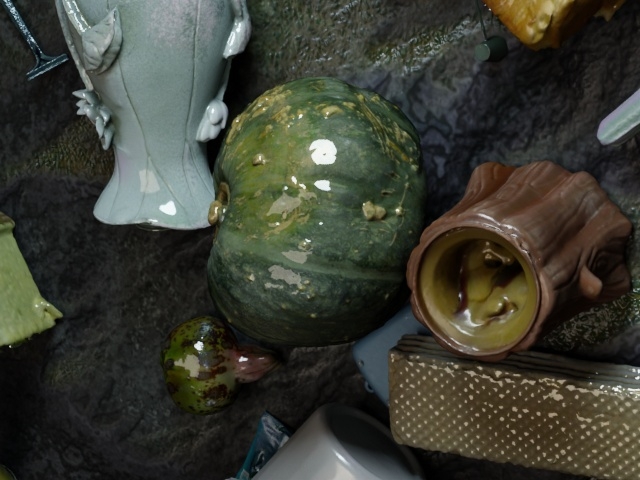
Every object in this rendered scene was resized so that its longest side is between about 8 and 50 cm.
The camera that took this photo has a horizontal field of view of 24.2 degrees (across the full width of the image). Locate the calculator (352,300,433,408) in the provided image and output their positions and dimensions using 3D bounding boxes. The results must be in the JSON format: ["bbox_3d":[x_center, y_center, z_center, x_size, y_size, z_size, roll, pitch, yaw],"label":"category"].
[{"bbox_3d":[0.129,0.141,1.929,0.210,0.039,0.121,-40,81,33],"label":"calculator"}]

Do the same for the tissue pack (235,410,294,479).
[{"bbox_3d":[-0.072,0.318,2.113,0.085,0.028,0.138,32,115,21],"label":"tissue pack"}]

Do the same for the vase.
[{"bbox_3d":[-0.211,-0.233,1.929,0.250,0.250,0.445,10,112,29],"label":"vase"}]

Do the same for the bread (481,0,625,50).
[{"bbox_3d":[0.301,-0.374,1.614,0.195,0.149,0.344,54,125,21],"label":"bread"}]

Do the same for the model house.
[{"bbox_3d":[-0.605,0.081,2.238,0.321,0.261,0.266,-21,90,28],"label":"model house"}]

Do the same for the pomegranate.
[{"bbox_3d":[-0.145,0.172,2.057,0.163,0.125,0.138,-6,88,32],"label":"pomegranate"}]

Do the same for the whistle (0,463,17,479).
[{"bbox_3d":[-0.546,0.321,2.283,0.068,0.057,0.326,30,161,30],"label":"whistle"}]

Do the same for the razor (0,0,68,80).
[{"bbox_3d":[-0.439,-0.318,2.157,0.066,0.033,0.190,-31,81,-11],"label":"razor"}]

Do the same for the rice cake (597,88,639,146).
[{"bbox_3d":[0.400,-0.180,1.646,0.222,0.080,0.042,-39,79,33],"label":"rice cake"}]

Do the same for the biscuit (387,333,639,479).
[{"bbox_3d":[0.286,0.206,1.800,0.426,0.078,0.144,8,114,23],"label":"biscuit"}]

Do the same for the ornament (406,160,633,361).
[{"bbox_3d":[0.217,0.029,1.734,0.235,0.217,0.221,44,122,12],"label":"ornament"}]

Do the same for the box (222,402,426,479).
[{"bbox_3d":[0.014,0.351,1.929,0.262,0.291,0.206,27,109,-25],"label":"box"}]

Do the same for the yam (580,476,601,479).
[{"bbox_3d":[0.327,0.316,1.866,0.129,0.033,0.027,-55,47,26],"label":"yam"}]

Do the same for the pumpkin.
[{"bbox_3d":[-0.003,-0.035,1.794,0.257,0.291,0.328,7,91,-11],"label":"pumpkin"}]

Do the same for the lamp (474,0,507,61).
[{"bbox_3d":[0.191,-0.267,1.766,0.041,0.054,0.121,-2,103,32],"label":"lamp"}]
